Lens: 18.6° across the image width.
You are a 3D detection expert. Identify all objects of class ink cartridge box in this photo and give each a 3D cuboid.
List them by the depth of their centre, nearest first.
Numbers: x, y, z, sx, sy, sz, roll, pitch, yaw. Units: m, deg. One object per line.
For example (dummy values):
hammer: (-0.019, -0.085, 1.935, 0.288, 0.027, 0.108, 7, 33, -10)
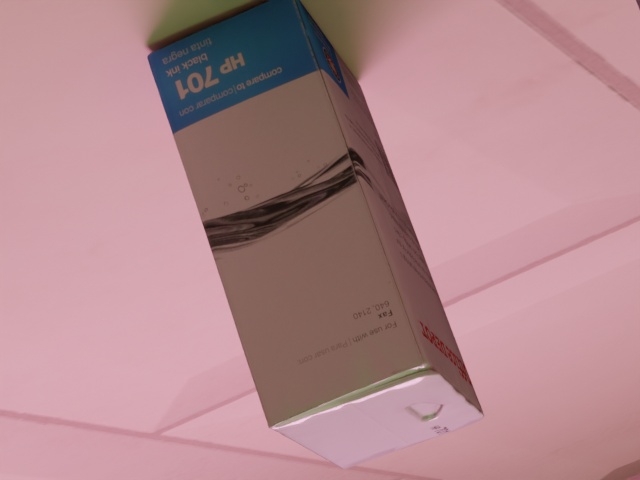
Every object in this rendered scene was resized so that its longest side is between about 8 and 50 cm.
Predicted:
ink cartridge box: (0.000, 0.000, 0.923, 0.082, 0.191, 0.139, -21, 161, 9)

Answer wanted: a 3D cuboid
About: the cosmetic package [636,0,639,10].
cosmetic package: (0.186, -0.170, 0.761, 0.127, 0.107, 0.238, -18, 164, -4)
